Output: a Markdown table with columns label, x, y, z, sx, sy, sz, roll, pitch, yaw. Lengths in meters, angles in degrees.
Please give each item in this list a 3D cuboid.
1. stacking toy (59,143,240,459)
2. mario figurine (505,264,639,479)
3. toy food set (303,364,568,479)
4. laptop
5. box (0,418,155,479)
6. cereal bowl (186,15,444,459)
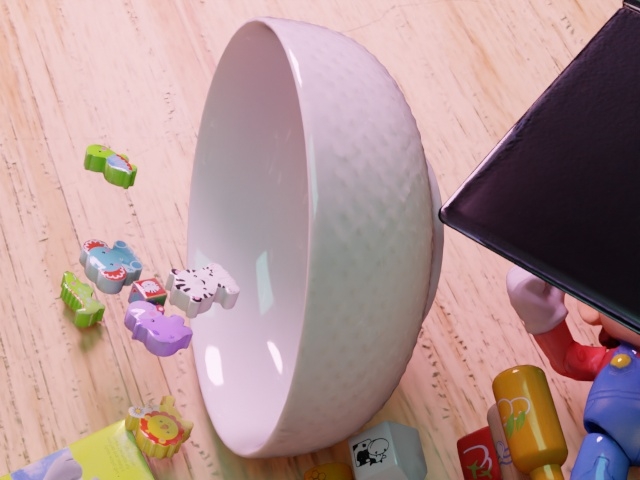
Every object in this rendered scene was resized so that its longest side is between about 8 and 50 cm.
| label | x | y | z | sx | sy | sz | roll | pitch | yaw |
| --- | --- | --- | --- | --- | --- | --- | --- | --- | --- |
| stacking toy | -0.158 | 0.046 | 0.996 | 0.052 | 0.167 | 0.221 | -10 | 45 | -38 |
| mario figurine | 0.254 | 0.102 | 0.950 | 0.198 | 0.170 | 0.320 | 22 | 65 | -24 |
| toy food set | 0.098 | 0.191 | 0.911 | 0.232 | 0.111 | 0.104 | -30 | 55 | 29 |
| laptop | 0.363 | -0.005 | 0.956 | 0.382 | 0.408 | 0.236 | 32 | 96 | 23 |
| box | -0.216 | 0.231 | 0.973 | 0.178 | 0.042 | 0.109 | -25 | 60 | -13 |
| cereal bowl | 0.000 | 0.000 | 0.953 | 0.141 | 0.339 | 0.338 | 3 | 56 | -21 |
